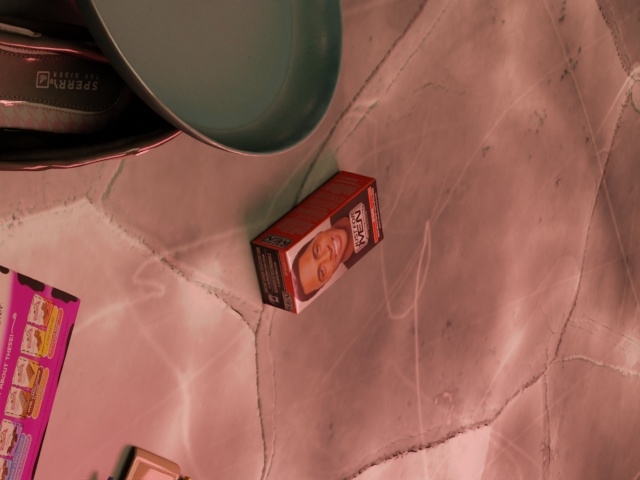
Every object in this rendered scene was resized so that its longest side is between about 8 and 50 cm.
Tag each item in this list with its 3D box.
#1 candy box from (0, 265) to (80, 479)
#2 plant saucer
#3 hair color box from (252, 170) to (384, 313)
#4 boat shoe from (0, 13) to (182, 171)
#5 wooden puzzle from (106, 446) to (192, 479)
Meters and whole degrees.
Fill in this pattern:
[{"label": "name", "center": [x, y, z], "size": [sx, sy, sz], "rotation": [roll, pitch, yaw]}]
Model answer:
[{"label": "candy box", "center": [-0.260, 0.085, 0.990], "size": [0.233, 0.071, 0.159], "rotation": [38, 64, -67]}, {"label": "plant saucer", "center": [-0.091, -0.210, 1.105], "size": [0.317, 0.043, 0.317], "rotation": [27, 55, -47]}, {"label": "hair color box", "center": [0.000, 0.000, 1.394], "size": [0.141, 0.043, 0.072], "rotation": [-40, 133, -39]}, {"label": "boat shoe", "center": [-0.218, -0.101, 1.010], "size": [0.335, 0.095, 0.112], "rotation": [-9, 109, -53]}, {"label": "wooden puzzle", "center": [-0.153, 0.220, 1.291], "size": [0.116, 0.014, 0.078], "rotation": [47, 60, -51]}]
